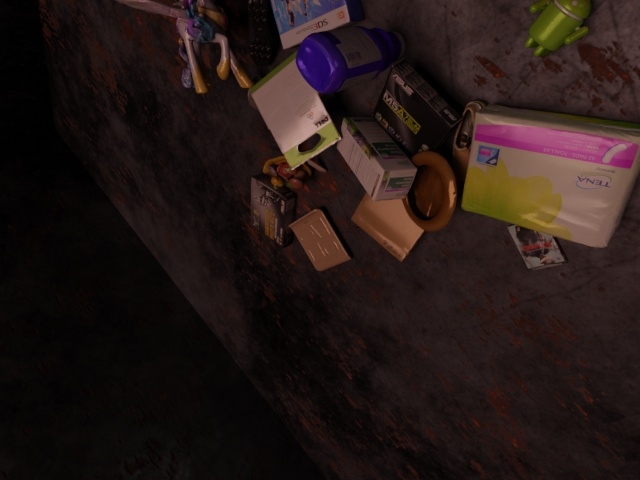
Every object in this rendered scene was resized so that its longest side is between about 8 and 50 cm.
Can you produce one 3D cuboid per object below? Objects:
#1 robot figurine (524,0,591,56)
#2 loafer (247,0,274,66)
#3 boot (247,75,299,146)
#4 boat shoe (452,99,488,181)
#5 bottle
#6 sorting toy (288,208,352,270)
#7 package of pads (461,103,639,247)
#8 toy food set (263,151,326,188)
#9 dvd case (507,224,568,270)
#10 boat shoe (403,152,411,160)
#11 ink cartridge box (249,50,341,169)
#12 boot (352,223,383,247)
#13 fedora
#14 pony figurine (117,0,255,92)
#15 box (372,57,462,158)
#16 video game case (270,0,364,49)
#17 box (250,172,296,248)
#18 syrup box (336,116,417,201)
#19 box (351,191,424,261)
[{"bbox_3d":[0.413,-0.380,0.731,0.101,0.067,0.115,58,143,19],"label":"robot figurine"},{"bbox_3d":[-0.164,-0.598,1.187,0.076,0.078,0.223,7,149,0],"label":"loafer"},{"bbox_3d":[-0.147,-0.386,1.315,0.209,0.076,0.189,30,120,21],"label":"boot"},{"bbox_3d":[0.321,-0.212,0.939,0.068,0.072,0.189,20,130,35],"label":"boat shoe"},{"bbox_3d":[0.078,-0.396,0.901,0.118,0.283,0.092,51,141,6],"label":"bottle"},{"bbox_3d":[0.000,0.000,1.459,0.208,0.038,0.193,56,142,-6],"label":"sorting toy"},{"bbox_3d":[0.444,-0.129,0.835,0.297,0.101,0.229,21,129,33],"label":"package of pads"},{"bbox_3d":[-0.101,-0.206,1.344,0.128,0.071,0.218,32,156,-34],"label":"toy food set"},{"bbox_3d":[0.492,0.008,0.957,0.087,0.013,0.119,-22,99,51],"label":"dvd case"},{"bbox_3d":[0.222,-0.151,1.091,0.206,0.065,0.075,53,142,6],"label":"boat shoe"},{"bbox_3d":[-0.053,-0.352,1.164,0.189,0.097,0.255,-26,92,32],"label":"ink cartridge box"},{"bbox_3d":[0.158,-0.017,1.277,0.106,0.037,0.114,-27,98,52],"label":"boot"},{"bbox_3d":[0.272,-0.119,0.997,0.194,0.079,0.194,36,132,51],"label":"fedora"},{"bbox_3d":[-0.368,-0.632,1.232,0.351,0.303,0.363,14,128,30],"label":"pony figurine"},{"bbox_3d":[0.215,-0.288,0.977,0.190,0.045,0.184,50,165,8],"label":"box"},{"bbox_3d":[-0.034,-0.642,1.031,0.245,0.061,0.269,3,117,45],"label":"video game case"},{"bbox_3d":[-0.177,-0.108,1.551,0.183,0.056,0.230,33,136,26],"label":"box"},{"bbox_3d":[0.133,-0.207,1.050,0.096,0.093,0.236,104,149,-42],"label":"syrup box"},{"bbox_3d":[0.198,-0.062,1.186,0.201,0.021,0.164,42,125,20],"label":"box"}]
